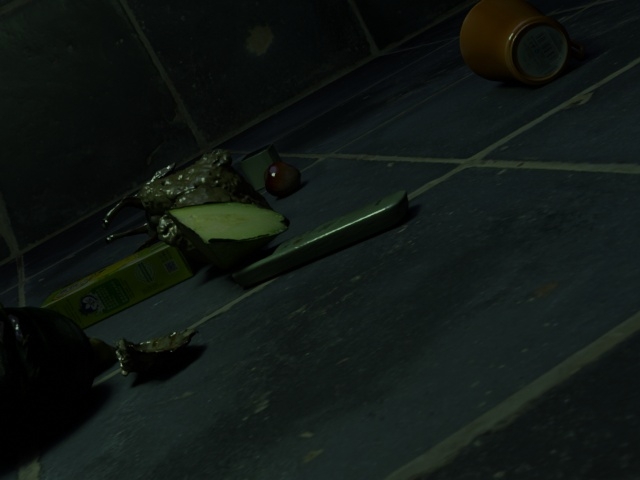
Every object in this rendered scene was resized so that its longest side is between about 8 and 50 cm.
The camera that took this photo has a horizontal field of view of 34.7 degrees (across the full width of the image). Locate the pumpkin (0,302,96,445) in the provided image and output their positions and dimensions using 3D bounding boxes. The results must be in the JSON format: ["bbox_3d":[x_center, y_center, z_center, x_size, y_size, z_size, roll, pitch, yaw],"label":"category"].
[{"bbox_3d":[-0.444,0.181,1.440,0.250,0.216,0.250,-13,-18,-4],"label":"pumpkin"}]

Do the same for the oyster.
[{"bbox_3d":[-0.243,0.157,1.455,0.105,0.056,0.177,-23,8,-39],"label":"oyster"}]

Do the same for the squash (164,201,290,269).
[{"bbox_3d":[-0.144,0.000,1.703,0.184,0.085,0.192,-6,23,-29],"label":"squash"}]

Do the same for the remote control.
[{"bbox_3d":[0.000,-0.001,1.604,0.310,0.038,0.090,-23,13,22],"label":"remote control"}]

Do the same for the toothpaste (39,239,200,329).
[{"bbox_3d":[-0.388,0.086,1.983,0.328,0.077,0.110,-26,15,11],"label":"toothpaste"}]

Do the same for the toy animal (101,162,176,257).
[{"bbox_3d":[-0.309,-0.042,2.077,0.260,0.087,0.243,-30,-28,-19],"label":"toy animal"}]

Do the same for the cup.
[{"bbox_3d":[0.418,-0.394,2.059,0.226,0.182,0.264,2,17,-9],"label":"cup"}]

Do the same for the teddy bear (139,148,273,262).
[{"bbox_3d":[-0.201,-0.049,1.878,0.267,0.156,0.256,7,38,-10],"label":"teddy bear"}]

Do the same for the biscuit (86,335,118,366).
[{"bbox_3d":[-0.473,0.179,1.630,0.274,0.187,0.036,-19,53,40],"label":"biscuit"}]

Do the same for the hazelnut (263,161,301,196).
[{"bbox_3d":[-0.082,-0.133,2.225,0.086,0.086,0.086,-26,13,6],"label":"hazelnut"}]

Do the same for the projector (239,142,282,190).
[{"bbox_3d":[-0.139,-0.179,2.488,0.083,0.082,0.083,-23,14,20],"label":"projector"}]
